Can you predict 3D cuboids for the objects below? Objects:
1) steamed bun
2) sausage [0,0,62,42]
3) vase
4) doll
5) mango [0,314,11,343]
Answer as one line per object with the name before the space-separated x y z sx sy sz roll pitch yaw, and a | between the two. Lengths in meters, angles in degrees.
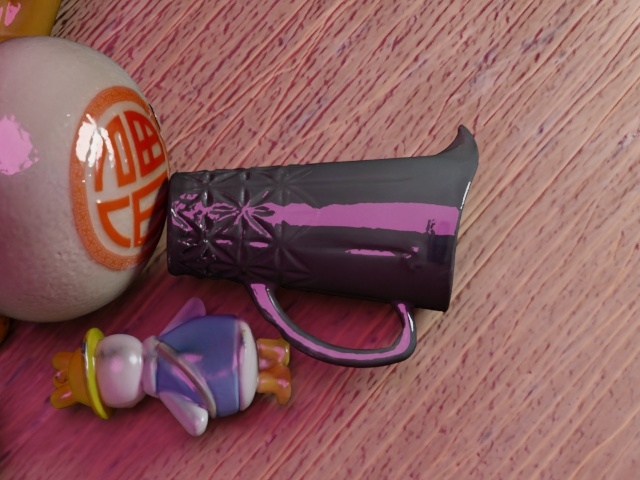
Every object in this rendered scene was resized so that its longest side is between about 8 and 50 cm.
steamed bun | -0.248 -0.060 1.752 0.177 0.283 0.283 0 67 27
sausage | -0.306 -0.321 1.895 0.112 0.112 0.328 21 100 12
vase | 0.000 0.000 1.768 0.301 0.156 0.251 2 76 -1
doll | -0.150 0.126 1.777 0.241 0.099 0.135 -5 88 4
mango | -0.372 0.082 1.834 0.114 0.057 0.079 -5 73 11
